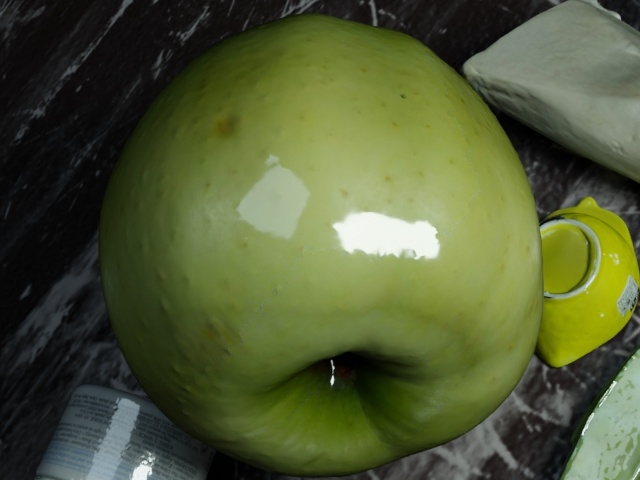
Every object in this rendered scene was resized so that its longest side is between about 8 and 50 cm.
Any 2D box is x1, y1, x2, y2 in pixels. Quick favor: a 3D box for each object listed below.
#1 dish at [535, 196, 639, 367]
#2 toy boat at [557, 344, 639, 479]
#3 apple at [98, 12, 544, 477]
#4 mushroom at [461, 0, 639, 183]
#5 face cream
[{"bbox_3d":[0.267,0.029,1.325,0.148,0.080,0.208,3,65,24],"label":"dish"},{"bbox_3d":[0.308,0.188,1.230,0.093,0.055,0.293,26,75,30],"label":"toy boat"},{"bbox_3d":[0.000,0.000,1.238,0.473,0.473,0.474,-10,59,18],"label":"apple"},{"bbox_3d":[0.354,-0.139,1.349,0.154,0.137,0.407,-40,56,-22],"label":"mushroom"},{"bbox_3d":[-0.215,0.256,1.340,0.177,0.177,0.153,11,67,28],"label":"face cream"}]
